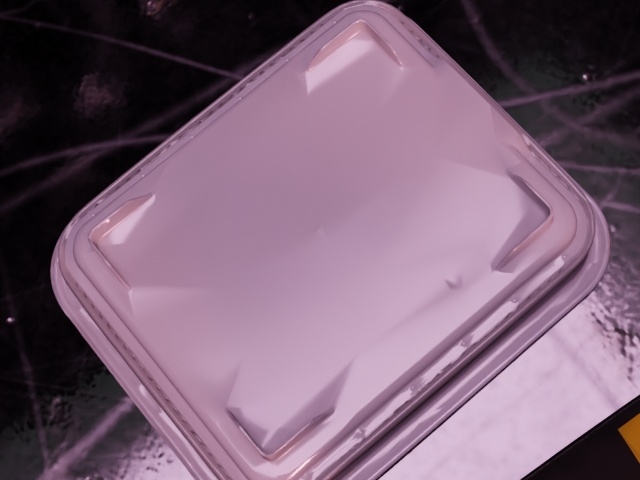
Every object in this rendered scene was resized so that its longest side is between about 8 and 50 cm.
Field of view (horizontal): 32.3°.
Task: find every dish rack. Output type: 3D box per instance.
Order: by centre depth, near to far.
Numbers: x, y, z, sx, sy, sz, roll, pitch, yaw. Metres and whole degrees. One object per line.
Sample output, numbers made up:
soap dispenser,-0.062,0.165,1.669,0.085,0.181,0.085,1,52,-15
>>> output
dish rack,0.000,0.000,0.747,0.333,0.072,0.285,-39,72,-8

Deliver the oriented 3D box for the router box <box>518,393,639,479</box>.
router box,0.233,0.230,0.582,0.243,0.081,0.309,-23,68,-35
